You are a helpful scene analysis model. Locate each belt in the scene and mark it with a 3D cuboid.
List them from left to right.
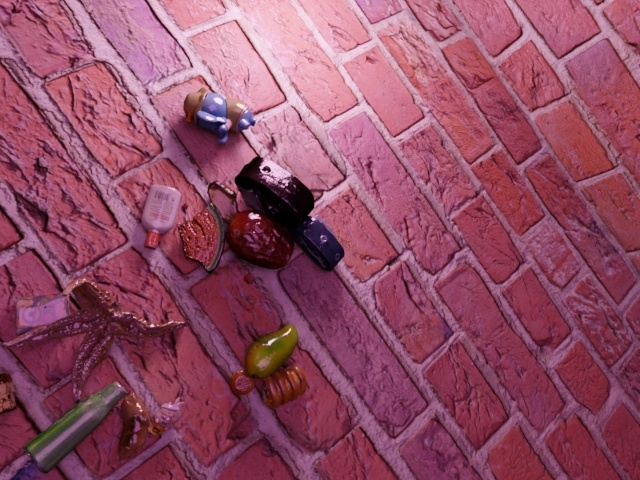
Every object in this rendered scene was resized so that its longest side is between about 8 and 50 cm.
[{"bbox_3d":[-0.159,-0.176,1.804,0.289,0.184,0.164,38,57,0],"label":"belt"},{"bbox_3d":[0.000,0.001,1.864,0.218,0.122,0.128,48,62,-3],"label":"belt"}]

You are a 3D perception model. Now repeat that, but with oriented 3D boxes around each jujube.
[{"bbox_3d":[-0.210,-0.004,1.748,0.243,0.183,0.183,29,68,-15],"label":"jujube"}]

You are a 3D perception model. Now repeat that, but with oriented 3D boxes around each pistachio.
[{"bbox_3d":[-0.340,-0.139,1.805,0.089,0.049,0.173,-30,96,-4],"label":"pistachio"}]

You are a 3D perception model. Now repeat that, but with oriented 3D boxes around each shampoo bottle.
[{"bbox_3d":[-0.551,-0.079,1.704,0.108,0.051,0.221,16,72,-18],"label":"shampoo bottle"}]

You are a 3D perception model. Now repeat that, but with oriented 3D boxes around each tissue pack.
[{"bbox_3d":[-0.838,0.219,1.512,0.148,0.060,0.109,-5,81,-22],"label":"tissue pack"}]

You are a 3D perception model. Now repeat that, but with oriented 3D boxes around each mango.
[{"bbox_3d":[-0.168,0.374,1.707,0.125,0.111,0.233,39,55,6],"label":"mango"}]

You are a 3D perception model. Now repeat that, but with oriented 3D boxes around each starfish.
[{"bbox_3d":[-0.667,0.271,1.506,0.384,0.132,0.398,-48,134,-20],"label":"starfish"}]

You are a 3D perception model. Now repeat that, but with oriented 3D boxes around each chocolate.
[{"bbox_3d":[-0.704,0.532,1.469,0.291,0.110,0.110,-41,94,-27],"label":"chocolate"}]

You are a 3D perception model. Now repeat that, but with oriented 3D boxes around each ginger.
[{"bbox_3d":[-0.569,0.563,1.524,0.095,0.069,0.190,6,76,-7],"label":"ginger"}]

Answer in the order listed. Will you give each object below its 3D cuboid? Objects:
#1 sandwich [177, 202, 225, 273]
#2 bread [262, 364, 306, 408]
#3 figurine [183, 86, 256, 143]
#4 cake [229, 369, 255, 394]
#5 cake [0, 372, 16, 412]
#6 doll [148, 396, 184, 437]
[{"bbox_3d":[-0.401,0.003,1.736,0.159,0.079,0.235,-15,79,-14],"label":"sandwich"},{"bbox_3d":[-0.127,0.497,1.713,0.177,0.084,0.119,-16,84,-28],"label":"bread"},{"bbox_3d":[-0.368,-0.456,1.819,0.262,0.154,0.180,20,59,-12],"label":"figurine"},{"bbox_3d":[-0.263,0.476,1.684,0.084,0.044,0.084,5,77,-22],"label":"cake"},{"bbox_3d":[-0.978,0.450,1.358,0.246,0.135,0.112,-14,83,-24],"label":"cake"},{"bbox_3d":[-0.476,0.549,1.559,0.073,0.084,0.127,43,74,-9],"label":"doll"}]
